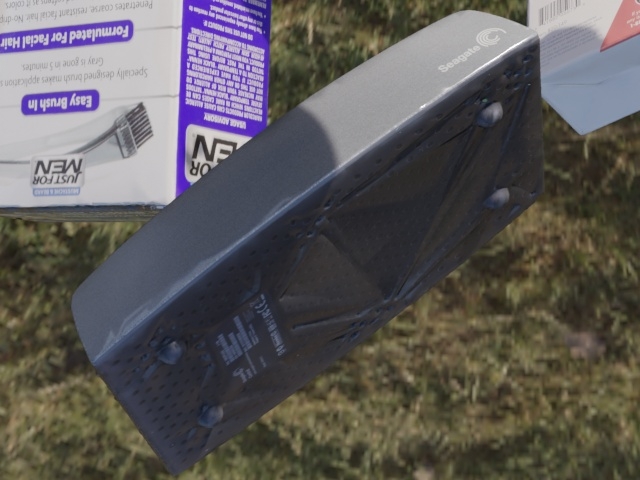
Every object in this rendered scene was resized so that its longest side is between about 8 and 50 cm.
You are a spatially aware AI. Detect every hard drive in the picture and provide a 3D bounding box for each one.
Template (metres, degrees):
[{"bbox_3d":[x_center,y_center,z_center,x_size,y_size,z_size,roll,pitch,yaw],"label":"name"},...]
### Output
[{"bbox_3d":[0.000,0.000,0.751,0.254,0.054,0.172,-37,153,-10],"label":"hard drive"}]

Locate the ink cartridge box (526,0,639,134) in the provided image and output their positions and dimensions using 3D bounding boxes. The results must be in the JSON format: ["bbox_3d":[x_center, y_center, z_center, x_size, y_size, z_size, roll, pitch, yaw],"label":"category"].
[{"bbox_3d":[0.196,-0.179,0.973,0.115,0.198,0.067,-23,136,35],"label":"ink cartridge box"}]

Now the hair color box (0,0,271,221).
[{"bbox_3d":[-0.132,-0.182,0.998,0.185,0.110,0.339,0,85,32],"label":"hair color box"}]
